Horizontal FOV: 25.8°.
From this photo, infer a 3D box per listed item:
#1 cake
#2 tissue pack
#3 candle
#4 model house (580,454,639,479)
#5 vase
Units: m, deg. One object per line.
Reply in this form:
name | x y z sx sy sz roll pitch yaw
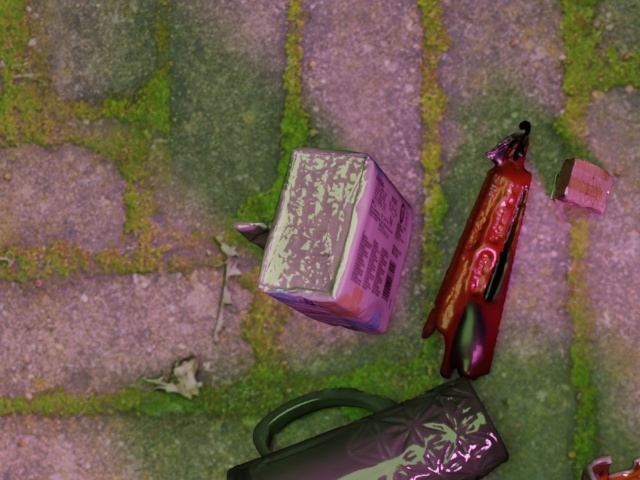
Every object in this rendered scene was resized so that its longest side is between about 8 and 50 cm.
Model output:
cake | 0.282 -0.062 1.502 0.065 0.121 0.052 17 90 9
tissue pack | 0.000 0.000 1.506 0.145 0.229 0.159 11 82 16
candle | 0.187 0.010 1.547 0.084 0.059 0.302 18 86 5
model house | 0.348 0.321 1.327 0.198 0.215 0.224 -9 44 -14
vase | 0.044 0.250 1.502 0.300 0.156 0.251 -28 48 2
